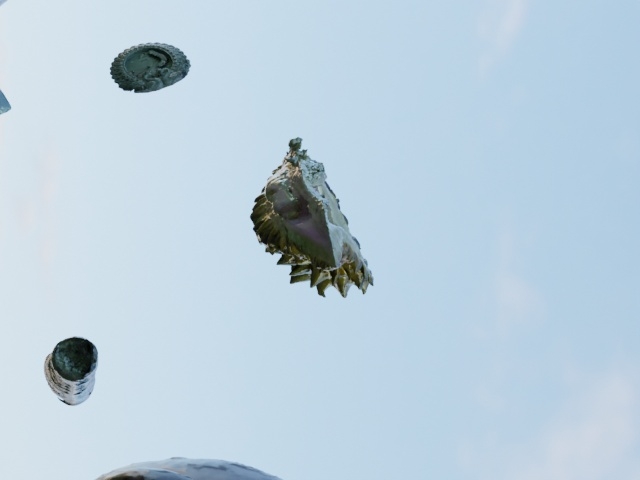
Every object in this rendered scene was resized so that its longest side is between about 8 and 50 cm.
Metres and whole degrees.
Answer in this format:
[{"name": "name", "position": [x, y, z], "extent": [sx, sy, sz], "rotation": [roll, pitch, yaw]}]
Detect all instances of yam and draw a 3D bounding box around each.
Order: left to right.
[{"name": "yam", "position": [-0.123, 0.060, 0.918], "extent": [0.129, 0.027, 0.033], "rotation": [129, -40, -76]}]

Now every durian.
[{"name": "durian", "position": [-0.013, -0.001, 1.566], "extent": [0.224, 0.078, 0.140], "rotation": [-96, 161, -76]}]

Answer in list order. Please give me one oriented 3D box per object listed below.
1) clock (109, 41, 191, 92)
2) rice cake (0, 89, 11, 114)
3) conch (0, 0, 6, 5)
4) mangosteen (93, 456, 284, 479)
[{"name": "clock", "position": [-0.162, -0.164, 1.746], "extent": [0.083, 0.074, 0.010], "rotation": [52, -22, 48]}, {"name": "rice cake", "position": [-0.294, -0.174, 1.448], "extent": [0.180, 0.042, 0.030], "rotation": [61, 8, 10]}, {"name": "conch", "position": [-0.256, -0.125, 0.794], "extent": [0.195, 0.277, 0.220], "rotation": [119, -34, -50]}, {"name": "mangosteen", "position": [-0.079, 0.216, 0.999], "extent": [0.257, 0.215, 0.215], "rotation": [74, 7, -71]}]
